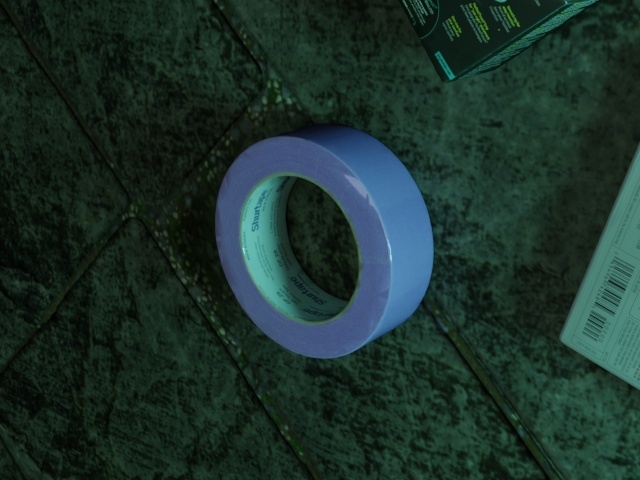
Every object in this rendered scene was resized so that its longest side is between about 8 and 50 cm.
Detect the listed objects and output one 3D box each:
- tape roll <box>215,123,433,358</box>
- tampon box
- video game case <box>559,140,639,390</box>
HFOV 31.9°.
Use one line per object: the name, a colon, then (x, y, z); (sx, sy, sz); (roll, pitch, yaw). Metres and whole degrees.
tape roll: (0.000, 0.000, 1.359); (0.274, 0.090, 0.275); (16, 115, 36)
tampon box: (0.178, -0.250, 1.109); (0.161, 0.101, 0.120); (-30, 85, 42)
video game case: (0.410, 0.036, 1.058); (0.300, 0.036, 0.329); (32, 123, 28)
